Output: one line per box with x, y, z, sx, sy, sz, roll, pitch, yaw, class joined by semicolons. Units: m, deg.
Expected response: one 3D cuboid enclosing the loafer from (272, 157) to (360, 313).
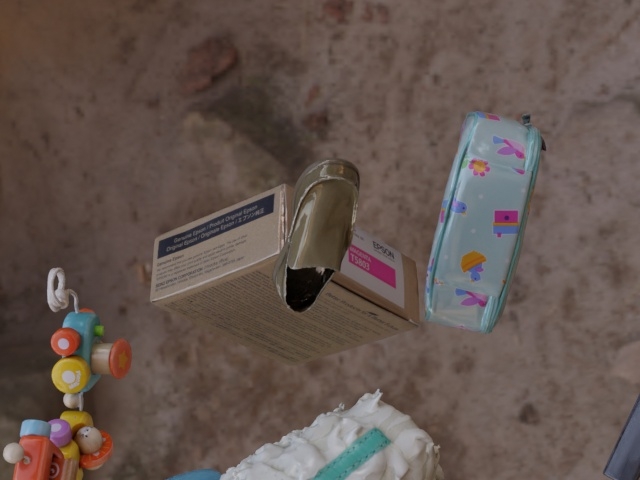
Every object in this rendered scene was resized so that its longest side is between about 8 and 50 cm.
0.000;0.000;1.009;0.050;0.056;0.148;-105;24;-48;loafer

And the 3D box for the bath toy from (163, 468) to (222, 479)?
-0.138;0.493;1.713;0.129;0.151;0.348;-123;10;-81;bath toy

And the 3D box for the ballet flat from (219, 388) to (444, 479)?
0.025;0.192;0.791;0.409;0.147;0.147;88;161;-69;ballet flat

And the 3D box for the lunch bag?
0.206;-0.030;1.607;0.107;0.224;0.279;14;96;5;lunch bag

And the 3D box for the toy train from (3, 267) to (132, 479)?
-0.161;0.107;0.832;0.125;0.046;0.166;84;-169;-62;toy train

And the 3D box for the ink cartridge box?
-0.035;0.045;1.371;0.193;0.234;0.088;-21;55;34;ink cartridge box

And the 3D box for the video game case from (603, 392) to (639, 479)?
0.398;0.133;1.339;0.035;0.248;0.275;26;92;27;video game case
